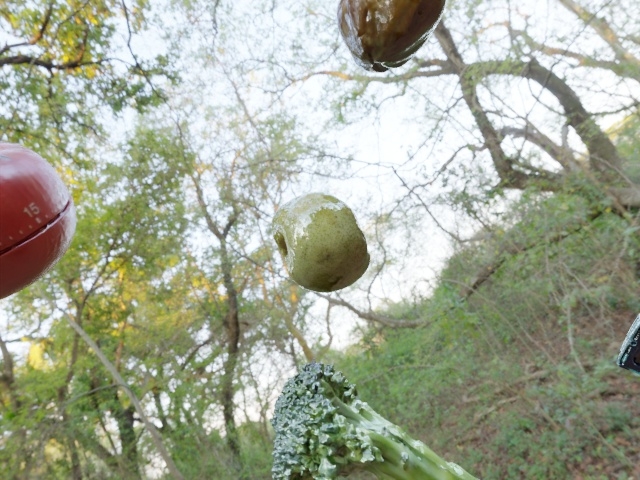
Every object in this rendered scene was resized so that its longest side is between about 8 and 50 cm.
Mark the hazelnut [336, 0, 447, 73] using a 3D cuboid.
[{"bbox_3d":[0.143,-0.471,0.897,0.217,0.217,0.252,-19,8,-37],"label":"hazelnut"}]

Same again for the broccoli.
[{"bbox_3d":[0.089,0.382,0.787,0.274,0.397,0.353,-67,17,9],"label":"broccoli"}]

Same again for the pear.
[{"bbox_3d":[0.000,0.000,0.689,0.137,0.167,0.167,-22,-21,-7],"label":"pear"}]

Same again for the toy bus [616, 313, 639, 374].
[{"bbox_3d":[0.438,0.136,0.485,0.092,0.160,0.079,-27,-46,-53],"label":"toy bus"}]

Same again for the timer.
[{"bbox_3d":[-0.711,-0.032,0.872,0.378,0.378,0.279,-27,-53,-20],"label":"timer"}]
